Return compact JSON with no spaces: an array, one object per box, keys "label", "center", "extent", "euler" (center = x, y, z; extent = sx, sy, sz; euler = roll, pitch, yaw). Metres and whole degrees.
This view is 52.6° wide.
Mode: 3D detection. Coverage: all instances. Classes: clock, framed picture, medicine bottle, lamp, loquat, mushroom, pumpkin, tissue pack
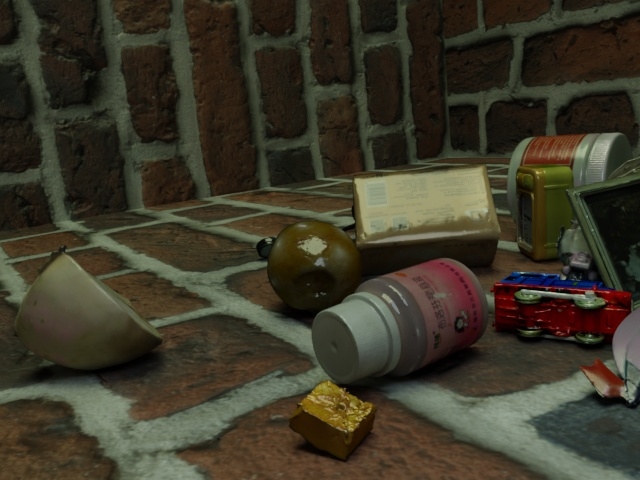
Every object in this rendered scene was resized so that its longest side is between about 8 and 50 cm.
[{"label":"clock","center":[0.496,-0.065,1.444],"extent":[0.096,0.202,0.143],"euler":[-6,11,-3]},{"label":"framed picture","center":[0.559,-0.006,1.096],"extent":[0.296,0.232,0.019],"euler":[-13,-13,-30]},{"label":"medicine bottle","center":[0.113,0.114,0.910],"extent":[0.247,0.147,0.147],"euler":[-14,14,-37]},{"label":"lamp","center":[-0.011,-0.031,1.792],"extent":[0.371,0.109,0.130],"euler":[-14,-30,-17]},{"label":"loquat","center":[-0.013,0.048,1.236],"extent":[0.179,0.179,0.227],"euler":[-6,15,-3]},{"label":"medicine bottle","center":[0.623,-0.138,1.617],"extent":[0.240,0.253,0.252],"euler":[3,15,41]},{"label":"mushroom","center":[-0.366,0.157,1.038],"extent":[0.162,0.173,0.236],"euler":[-45,-23,-10]},{"label":"pumpkin","center":[0.013,0.205,0.738],"extent":[0.083,0.054,0.074],"euler":[25,28,26]},{"label":"tissue pack","center":[0.230,-0.024,1.471],"extent":[0.305,0.239,0.238],"euler":[-5,11,4]}]

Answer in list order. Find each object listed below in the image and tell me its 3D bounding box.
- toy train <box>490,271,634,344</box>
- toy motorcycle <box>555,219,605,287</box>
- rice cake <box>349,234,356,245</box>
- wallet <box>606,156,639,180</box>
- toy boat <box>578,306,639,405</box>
[{"label":"toy train","center":[0.370,0.102,0.991],"extent":[0.204,0.083,0.131],"euler":[3,12,35]},{"label":"toy motorcycle","center":[0.468,0.002,1.132],"extent":[0.108,0.204,0.239],"euler":[8,17,12]},{"label":"rice cake","center":[0.026,0.016,1.705],"extent":[0.206,0.036,0.047],"euler":[-13,26,-34]},{"label":"wallet","center":[0.665,-0.078,1.323],"extent":[0.274,0.335,0.068],"euler":[-15,53,-14]},{"label":"toy boat","center":[0.470,0.117,0.842],"extent":[0.318,0.072,0.219],"euler":[-10,34,0]}]
